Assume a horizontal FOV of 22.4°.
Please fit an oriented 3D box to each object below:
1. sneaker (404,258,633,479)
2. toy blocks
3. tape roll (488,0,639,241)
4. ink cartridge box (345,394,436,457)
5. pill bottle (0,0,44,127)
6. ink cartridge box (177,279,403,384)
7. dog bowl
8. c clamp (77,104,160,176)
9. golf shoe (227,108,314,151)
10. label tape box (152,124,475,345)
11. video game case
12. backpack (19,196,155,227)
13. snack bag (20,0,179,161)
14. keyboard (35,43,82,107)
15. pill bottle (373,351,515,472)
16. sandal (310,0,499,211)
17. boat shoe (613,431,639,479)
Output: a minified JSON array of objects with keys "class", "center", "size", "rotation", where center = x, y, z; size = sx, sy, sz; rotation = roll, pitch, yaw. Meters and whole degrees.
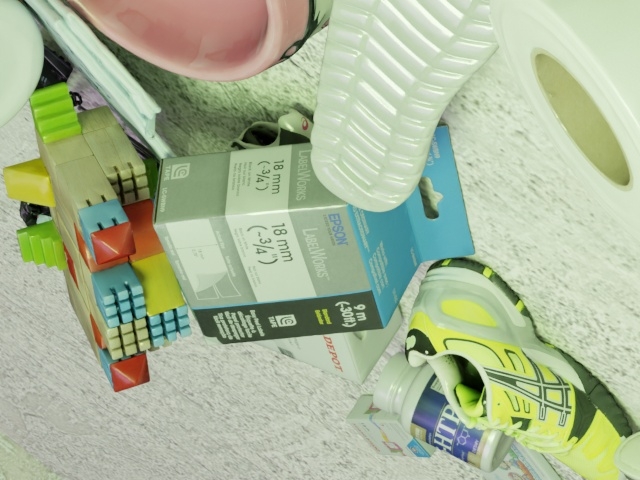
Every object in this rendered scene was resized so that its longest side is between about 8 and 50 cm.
[{"class":"sneaker","center":[0.241,0.196,2.030],"size":[0.384,0.147,0.145],"rotation":[43,150,-16]},{"class":"toy blocks","center":[-0.246,0.030,1.964],"size":[0.261,0.190,0.381],"rotation":[-125,24,-47]},{"class":"tape roll","center":[0.264,-0.131,1.407],"size":[0.286,0.100,0.286],"rotation":[56,176,6]},{"class":"ink cartridge box","center":[0.111,0.276,2.401],"size":[0.088,0.052,0.122],"rotation":[49,151,-24]},{"class":"pill bottle","center":[-0.500,-0.291,1.932],"size":[0.363,0.210,0.210],"rotation":[47,162,34]},{"class":"ink cartridge box","center":[-0.052,0.049,2.152],"size":[0.289,0.121,0.211],"rotation":[19,148,29]},{"class":"dog bowl","center":[-0.145,-0.331,1.636],"size":[0.408,0.150,0.408],"rotation":[27,152,16]},{"class":"c clamp","center":[-0.262,-0.130,2.186],"size":[0.137,0.022,0.161],"rotation":[32,169,1]},{"class":"golf shoe","center":[-0.074,-0.090,2.003],"size":[0.273,0.105,0.120],"rotation":[-17,115,46]},{"class":"label tape box","center":[0.000,0.000,1.873],"size":[0.333,0.106,0.241],"rotation":[-6,140,11]},{"class":"video game case","center":[0.256,0.301,2.312],"size":[0.143,0.019,0.157],"rotation":[-2,135,50]},{"class":"backpack","center":[-0.314,-0.054,2.287],"size":[0.182,0.152,0.115],"rotation":[16,159,19]},{"class":"snack bag","center":[-0.267,-0.209,1.930],"size":[0.323,0.037,0.342],"rotation":[43,173,49]},{"class":"keyboard","center":[-0.361,-0.216,2.163],"size":[0.108,0.023,0.180],"rotation":[45,163,-5]},{"class":"pill bottle","center":[0.172,0.227,2.192],"size":[0.186,0.112,0.112],"rotation":[24,150,21]},{"class":"sandal","center":[0.088,-0.203,1.614],"size":[0.169,0.102,0.416],"rotation":[31,135,3]},{"class":"boat shoe","center":[0.493,0.287,1.930],"size":[0.305,0.109,0.091],"rotation":[0,132,42]}]
